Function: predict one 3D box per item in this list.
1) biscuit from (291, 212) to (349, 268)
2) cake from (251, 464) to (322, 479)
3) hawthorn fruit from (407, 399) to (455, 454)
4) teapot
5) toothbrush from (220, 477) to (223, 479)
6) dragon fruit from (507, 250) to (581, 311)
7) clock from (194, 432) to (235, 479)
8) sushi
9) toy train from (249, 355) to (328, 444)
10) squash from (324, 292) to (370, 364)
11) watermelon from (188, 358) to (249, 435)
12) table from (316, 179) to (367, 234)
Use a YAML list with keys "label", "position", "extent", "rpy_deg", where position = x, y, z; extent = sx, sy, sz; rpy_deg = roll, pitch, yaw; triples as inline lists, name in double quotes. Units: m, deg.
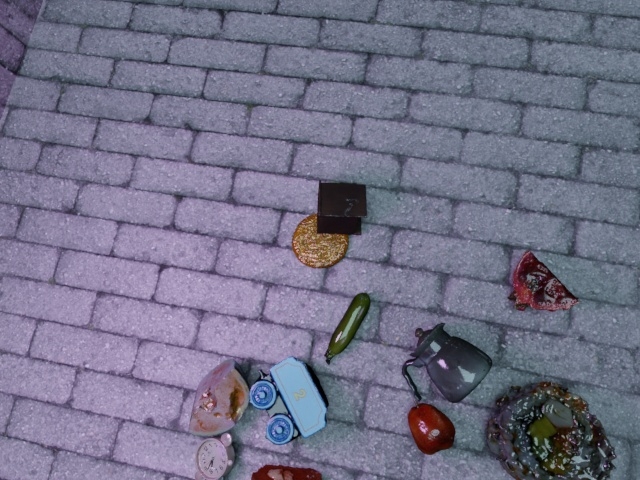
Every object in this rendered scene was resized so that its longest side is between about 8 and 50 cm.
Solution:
- label: "biscuit"
  position: [0.000, 0.000, 1.821]
  extent: [0.254, 0.035, 0.253]
  rpy_deg: [-1, 78, 4]
- label: "cake"
  position: [-0.129, 0.940, 1.560]
  extent: [0.283, 0.177, 0.150]
  rpy_deg: [4, 78, 7]
- label: "hawthorn fruit"
  position: [0.416, 0.701, 1.573]
  extent: [0.174, 0.173, 0.179]
  rpy_deg: [-15, 33, 2]
- label: "teapot"
  position: [0.461, 0.464, 1.627]
  extent: [0.285, 0.305, 0.223]
  rpy_deg: [44, 49, 19]
- label: "toothbrush"
  position: [-0.382, 1.021, 1.643]
  extent: [0.030, 0.025, 0.341]
  rpy_deg: [-6, 77, 29]
- label: "dragon fruit"
  position: [0.845, 0.197, 1.665]
  extent: [0.212, 0.134, 0.262]
  rpy_deg: [-34, 61, 9]
- label: "clock"
  position: [-0.410, 0.851, 1.646]
  extent: [0.156, 0.063, 0.229]
  rpy_deg: [34, 93, 25]
- label: "sushi"
  position: [0.817, 0.713, 1.521]
  extent: [0.418, 0.176, 0.417]
  rpy_deg: [-1, 78, 5]
- label: "toy train"
  position: [-0.118, 0.613, 1.632]
  extent: [0.265, 0.188, 0.300]
  rpy_deg: [-29, 74, -6]
- label: "squash"
  position: [0.108, 0.358, 1.712]
  extent: [0.087, 0.087, 0.331]
  rpy_deg: [31, 84, 11]
- label: "watermelon"
  position: [-0.382, 0.617, 1.673]
  extent: [0.322, 0.188, 0.175]
  rpy_deg: [-43, 106, 10]
- label: "table"
  position: [0.085, -0.136, 1.751]
  extent: [0.193, 0.169, 0.172]
  rpy_deg: [2, 65, -2]
